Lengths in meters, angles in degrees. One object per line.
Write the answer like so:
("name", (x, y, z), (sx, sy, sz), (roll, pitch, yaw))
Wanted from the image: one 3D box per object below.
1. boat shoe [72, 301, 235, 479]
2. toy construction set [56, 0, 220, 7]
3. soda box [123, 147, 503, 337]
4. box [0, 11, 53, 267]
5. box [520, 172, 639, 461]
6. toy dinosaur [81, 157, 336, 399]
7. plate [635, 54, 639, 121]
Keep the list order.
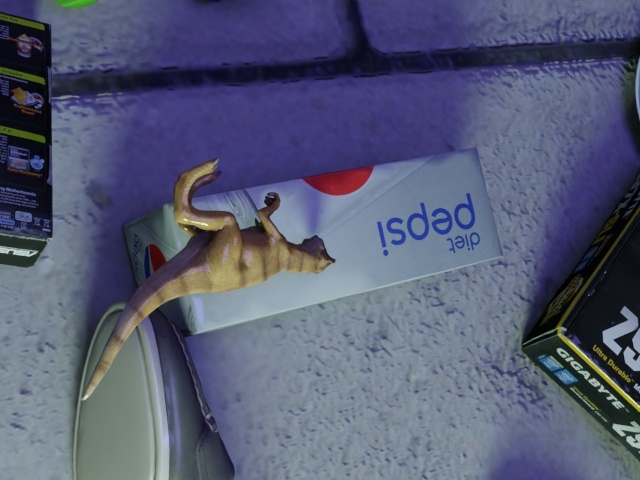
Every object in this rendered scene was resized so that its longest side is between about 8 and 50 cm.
("boat shoe", (-0.101, 0.208, 0.777), (0.095, 0.112, 0.335), (-2, 87, -43))
("toy construction set", (-0.092, -0.323, 0.766), (0.257, 0.309, 0.237), (-5, 80, -39))
("soda box", (0.000, 0.000, 0.872), (0.286, 0.091, 0.098), (-12, 87, -31))
("box", (-0.270, -0.082, 0.722), (0.190, 0.045, 0.184), (9, 54, -29))
("box", (0.379, 0.108, 1.052), (0.322, 0.079, 0.257), (43, 64, -4))
("toy dinosaur", (-0.071, 0.011, 0.728), (0.211, 0.064, 0.112), (-19, 84, -36))
("plate", (0.389, -0.140, 1.165), (0.188, 0.024, 0.188), (5, 80, -29))
